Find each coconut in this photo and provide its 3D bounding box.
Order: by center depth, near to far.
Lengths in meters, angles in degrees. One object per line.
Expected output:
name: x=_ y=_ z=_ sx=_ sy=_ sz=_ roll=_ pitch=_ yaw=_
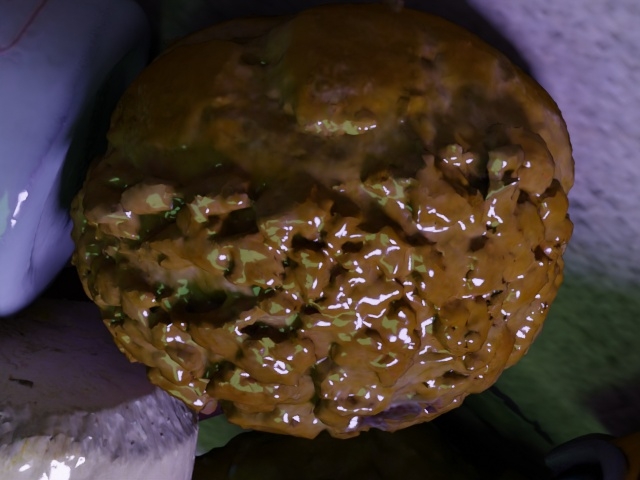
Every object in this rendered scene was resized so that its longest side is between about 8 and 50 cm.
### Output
coconut: x=-0.097 y=0.084 z=0.591 sx=0.116 sy=0.116 sz=0.122 roll=18 pitch=111 yaw=11

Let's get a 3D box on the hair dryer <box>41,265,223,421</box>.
hair dryer: x=-0.221 y=-0.023 z=0.688 sx=0.312 sy=0.123 sz=0.340 roll=-22 pitch=114 yaw=34

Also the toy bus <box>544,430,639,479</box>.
toy bus: x=0.126 y=0.140 z=0.570 sx=0.126 sy=0.209 sz=0.136 roll=42 pitch=132 yaw=-21

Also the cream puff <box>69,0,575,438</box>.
cream puff: x=-0.001 y=0.001 z=0.541 sx=0.144 sy=0.103 sz=0.126 roll=1 pitch=145 yaw=18

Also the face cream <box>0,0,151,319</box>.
face cream: x=-0.181 y=-0.071 z=0.574 sx=0.252 sy=0.101 sz=0.101 roll=24 pitch=145 yaw=4

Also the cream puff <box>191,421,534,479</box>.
cream puff: x=0.014 y=0.110 z=0.679 sx=0.146 sy=0.146 sz=0.116 roll=40 pitch=104 yaw=-20
